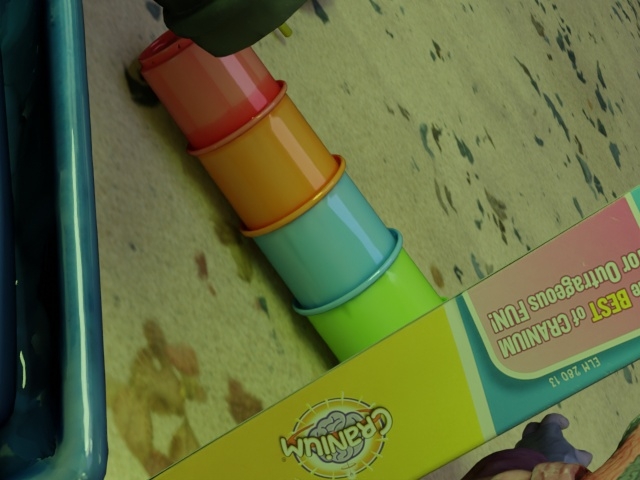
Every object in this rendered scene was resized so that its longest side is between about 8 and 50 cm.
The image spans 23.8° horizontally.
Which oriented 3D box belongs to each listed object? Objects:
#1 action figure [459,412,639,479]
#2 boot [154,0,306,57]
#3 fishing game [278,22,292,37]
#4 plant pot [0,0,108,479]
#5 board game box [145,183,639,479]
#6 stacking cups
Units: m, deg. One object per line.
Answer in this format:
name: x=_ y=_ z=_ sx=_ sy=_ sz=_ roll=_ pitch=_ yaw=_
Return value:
action figure: x=0.072 y=0.201 z=0.656 sx=0.276 sy=0.370 sz=0.248 roll=10 pitch=18 yaw=-43
boot: x=-0.151 y=-0.327 z=0.612 sx=0.445 sy=0.146 sz=0.367 roll=31 pitch=57 yaw=-27
fishing game: x=-0.036 y=-0.273 z=1.173 sx=0.189 sy=0.041 sz=0.264 roll=46 pitch=40 yaw=-34
plant pot: x=-0.194 y=-0.016 z=0.441 sx=0.212 sy=0.236 sz=0.236 roll=40 pitch=36 yaw=-54
board game box: x=0.084 y=0.068 z=0.780 sx=0.064 sy=0.317 sz=0.242 roll=61 pitch=25 yaw=9
stacking cups: x=0.000 y=0.000 z=0.950 sx=0.316 sy=0.096 sz=0.096 roll=53 pitch=28 yaw=-21
